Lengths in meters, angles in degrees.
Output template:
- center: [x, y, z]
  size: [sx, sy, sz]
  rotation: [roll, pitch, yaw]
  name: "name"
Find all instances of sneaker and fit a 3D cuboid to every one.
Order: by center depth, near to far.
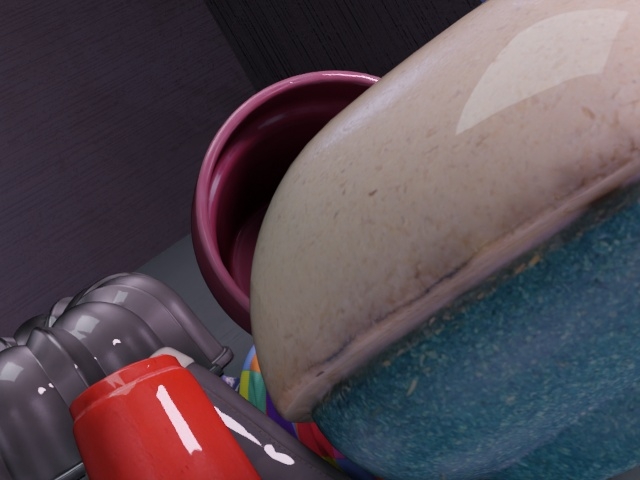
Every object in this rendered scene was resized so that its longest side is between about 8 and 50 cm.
- center: [-0.048, 0.146, 0.697]
  size: [0.083, 0.118, 0.222]
  rotation: [-53, -11, -30]
  name: "sneaker"

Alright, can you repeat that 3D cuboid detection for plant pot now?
- center: [0.000, 0.000, 1.120]
  size: [0.201, 0.201, 0.180]
  rotation: [-32, -9, -17]
  name: "plant pot"

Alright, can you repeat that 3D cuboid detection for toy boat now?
- center: [0.055, 0.046, 0.461]
  size: [0.318, 0.148, 0.267]
  rotation: [-37, -16, 29]
  name: "toy boat"

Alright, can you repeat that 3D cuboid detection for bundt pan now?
- center: [-0.253, 0.137, 1.405]
  size: [0.330, 0.124, 0.331]
  rotation: [-31, 6, 4]
  name: "bundt pan"

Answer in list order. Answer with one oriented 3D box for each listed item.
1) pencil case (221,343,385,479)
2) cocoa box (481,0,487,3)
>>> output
- center: [0.028, 0.069, 0.717]
  size: [0.104, 0.104, 0.236]
  rotation: [-32, 6, -18]
  name: "pencil case"
- center: [0.246, -0.222, 0.785]
  size: [0.228, 0.231, 0.347]
  rotation: [-24, -24, -25]
  name: "cocoa box"
